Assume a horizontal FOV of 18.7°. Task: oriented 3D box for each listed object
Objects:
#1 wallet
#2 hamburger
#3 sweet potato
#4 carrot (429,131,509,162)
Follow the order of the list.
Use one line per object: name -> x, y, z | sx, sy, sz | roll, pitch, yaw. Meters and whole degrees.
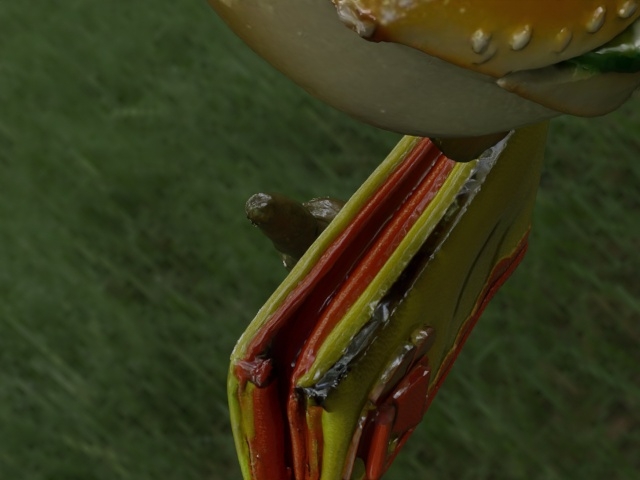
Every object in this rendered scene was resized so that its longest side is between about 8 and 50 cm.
wallet -> 0.044, 0.031, 0.925 | 0.241, 0.067, 0.141 | -53, -26, -37
hamburger -> 0.039, -0.140, 0.679 | 0.147, 0.237, 0.237 | -36, 20, 40
sweet potato -> -0.001, 0.002, 1.500 | 0.075, 0.074, 0.269 | -42, -15, 12
carrot -> 0.050, -0.109, 0.854 | 0.082, 0.082, 0.173 | -42, 46, 13
